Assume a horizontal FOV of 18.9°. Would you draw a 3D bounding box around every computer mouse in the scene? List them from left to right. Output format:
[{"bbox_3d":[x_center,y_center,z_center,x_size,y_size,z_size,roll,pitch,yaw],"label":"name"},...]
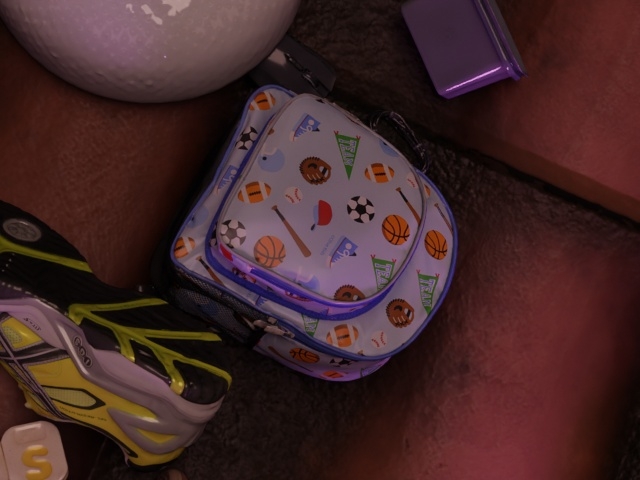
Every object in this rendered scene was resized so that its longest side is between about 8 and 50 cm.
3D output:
[{"bbox_3d":[0.014,-0.144,1.987,0.242,0.041,0.071,34,72,-3],"label":"computer mouse"}]

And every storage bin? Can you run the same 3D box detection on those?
[{"bbox_3d":[0.148,-0.215,2.012,0.091,0.098,0.135,-24,83,12],"label":"storage bin"}]

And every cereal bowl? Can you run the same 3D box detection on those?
[{"bbox_3d":[-0.172,-0.316,1.916,0.339,0.141,0.339,2,73,-6],"label":"cereal bowl"}]

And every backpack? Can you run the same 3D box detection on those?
[{"bbox_3d":[0.000,0.000,1.874,0.263,0.213,0.276,32,72,-12],"label":"backpack"}]

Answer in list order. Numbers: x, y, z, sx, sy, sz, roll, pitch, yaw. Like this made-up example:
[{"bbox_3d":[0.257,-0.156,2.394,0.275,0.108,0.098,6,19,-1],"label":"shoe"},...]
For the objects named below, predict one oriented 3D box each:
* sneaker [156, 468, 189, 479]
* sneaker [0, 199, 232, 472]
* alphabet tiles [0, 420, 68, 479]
[{"bbox_3d":[-0.121,0.313,1.853,0.071,0.066,0.188,0,82,-29],"label":"sneaker"},{"bbox_3d":[-0.272,0.085,1.820,0.385,0.147,0.145,34,30,15],"label":"sneaker"},{"bbox_3d":[-0.369,0.253,1.779,0.284,0.021,0.278,-10,60,-14],"label":"alphabet tiles"}]
